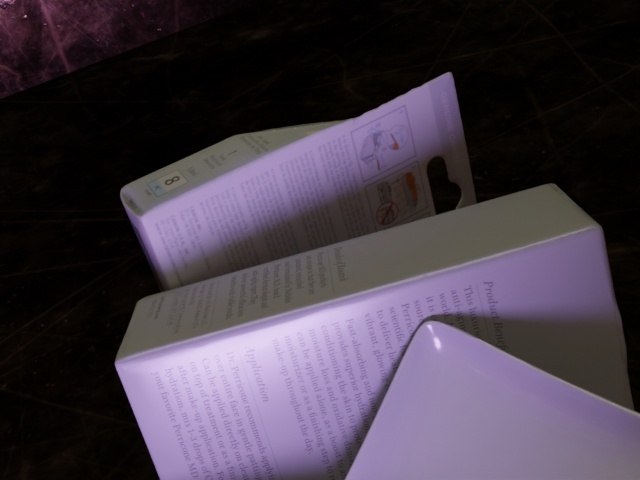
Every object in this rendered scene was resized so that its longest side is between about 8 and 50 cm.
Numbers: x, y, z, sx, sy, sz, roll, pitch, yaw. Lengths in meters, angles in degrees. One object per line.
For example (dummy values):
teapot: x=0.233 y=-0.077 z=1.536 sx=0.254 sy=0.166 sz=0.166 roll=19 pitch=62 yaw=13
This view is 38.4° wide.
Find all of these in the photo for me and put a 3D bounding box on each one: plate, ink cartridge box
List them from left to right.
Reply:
ink cartridge box: x=0.000 y=0.000 z=1.076 sx=0.384 sy=0.308 sz=0.091 roll=-27 pitch=34 yaw=-15
plate: x=0.148 y=0.241 z=0.750 sx=0.277 sy=0.045 sz=0.278 roll=24 pitch=83 yaw=28

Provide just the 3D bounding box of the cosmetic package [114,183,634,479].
cosmetic package: x=0.056 y=0.124 z=0.916 sx=0.452 sy=0.230 sz=0.161 roll=-15 pitch=19 yaw=3
